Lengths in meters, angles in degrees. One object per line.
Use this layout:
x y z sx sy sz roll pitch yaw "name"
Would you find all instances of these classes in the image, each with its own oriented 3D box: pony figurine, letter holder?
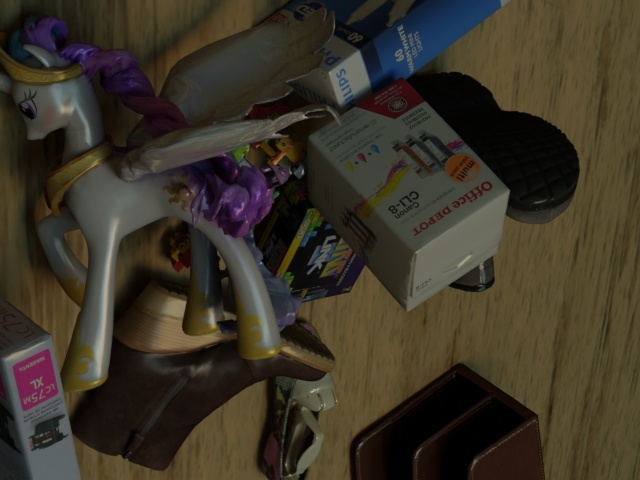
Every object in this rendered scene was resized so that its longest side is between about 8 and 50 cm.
-0.139 -0.061 1.472 0.351 0.303 0.363 -10 111 5 "pony figurine"
0.178 0.360 2.092 0.214 0.152 0.301 -32 132 -24 "letter holder"

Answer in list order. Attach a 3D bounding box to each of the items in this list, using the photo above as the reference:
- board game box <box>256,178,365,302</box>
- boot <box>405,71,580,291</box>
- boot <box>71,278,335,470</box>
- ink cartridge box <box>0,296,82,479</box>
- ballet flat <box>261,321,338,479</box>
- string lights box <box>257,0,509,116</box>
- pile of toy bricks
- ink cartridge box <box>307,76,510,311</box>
0.000 0.000 1.756 0.141 0.048 0.170 -10 142 -36 "board game box"
0.185 -0.036 1.737 0.118 0.338 0.222 -8 117 -14 "boot"
-0.129 0.163 1.722 0.248 0.090 0.206 21 107 -21 "boot"
-0.309 0.185 1.531 0.065 0.186 0.311 -30 131 -29 "ink cartridge box"
-0.020 0.208 1.879 0.077 0.079 0.221 -8 118 -38 "ballet flat"
0.074 -0.245 1.655 0.260 0.133 0.076 -38 136 -19 "string lights box"
-0.103 -0.064 1.644 0.105 0.118 0.212 44 92 -11 "pile of toy bricks"
0.088 -0.046 1.591 0.128 0.176 0.127 -33 156 -18 "ink cartridge box"
